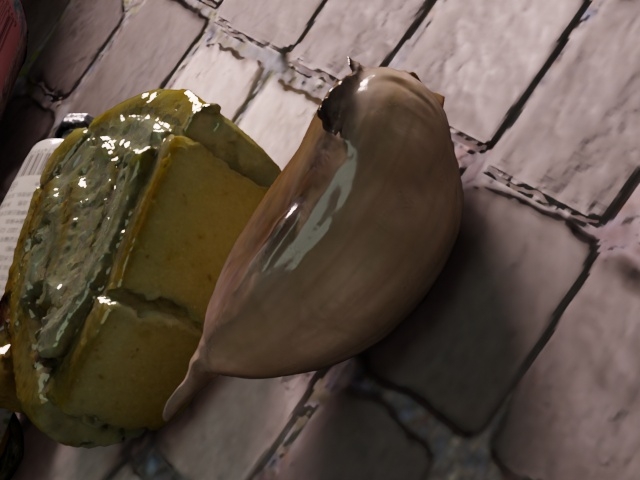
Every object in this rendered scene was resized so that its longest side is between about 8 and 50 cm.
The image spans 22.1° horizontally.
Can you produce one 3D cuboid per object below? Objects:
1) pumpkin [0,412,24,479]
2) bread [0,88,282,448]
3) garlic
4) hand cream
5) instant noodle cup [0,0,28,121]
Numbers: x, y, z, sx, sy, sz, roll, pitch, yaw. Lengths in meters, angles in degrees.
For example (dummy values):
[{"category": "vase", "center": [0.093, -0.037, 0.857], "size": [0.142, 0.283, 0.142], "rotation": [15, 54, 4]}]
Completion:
[{"category": "pumpkin", "center": [-0.151, 0.091, 0.720], "size": [0.050, 0.028, 0.083], "rotation": [-34, 39, 6]}, {"category": "bread", "center": [-0.080, 0.011, 0.669], "size": [0.117, 0.064, 0.156], "rotation": [-20, 45, 43]}, {"category": "garlic", "center": [0.007, 0.003, 0.575], "size": [0.152, 0.066, 0.084], "rotation": [-62, 6, -17]}, {"category": "hand cream", "center": [-0.138, 0.024, 0.735], "size": [0.067, 0.042, 0.194], "rotation": [3, 53, 24]}, {"category": "instant noodle cup", "center": [-0.275, -0.053, 0.830], "size": [0.243, 0.243, 0.231], "rotation": [-24, 38, 39]}]
